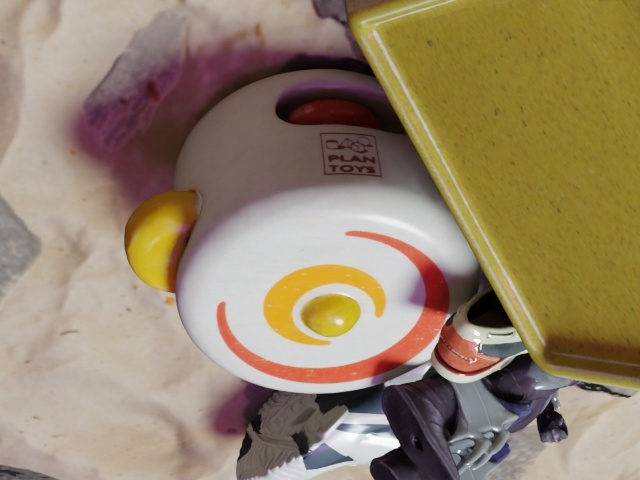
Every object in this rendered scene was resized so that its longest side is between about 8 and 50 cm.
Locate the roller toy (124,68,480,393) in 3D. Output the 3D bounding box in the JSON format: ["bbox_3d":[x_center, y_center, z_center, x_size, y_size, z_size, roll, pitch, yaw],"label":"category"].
[{"bbox_3d":[0.000,0.000,0.820,0.191,0.146,0.209,-29,131,22],"label":"roller toy"}]

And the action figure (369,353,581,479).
[{"bbox_3d":[0.162,0.096,0.900,0.285,0.099,0.185,-30,159,-30],"label":"action figure"}]

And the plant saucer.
[{"bbox_3d":[0.145,-0.041,0.608,0.081,0.333,0.333,-36,105,-20],"label":"plant saucer"}]

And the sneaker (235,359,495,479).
[{"bbox_3d":[0.055,0.159,1.029,0.235,0.094,0.153,-42,118,19],"label":"sneaker"}]

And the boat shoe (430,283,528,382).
[{"bbox_3d":[0.118,0.043,0.785,0.137,0.049,0.043,-25,144,-45],"label":"boat shoe"}]
